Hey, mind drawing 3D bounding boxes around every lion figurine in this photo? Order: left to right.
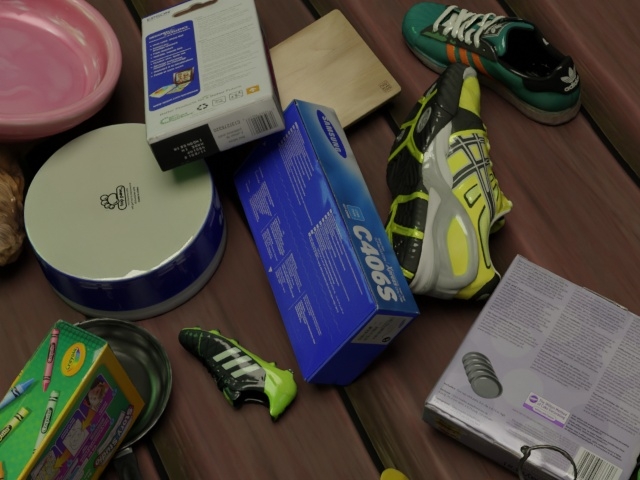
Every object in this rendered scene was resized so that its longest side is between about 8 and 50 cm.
[{"bbox_3d":[-0.463,-0.140,2.004,0.240,0.142,0.392,20,57,11],"label":"lion figurine"}]

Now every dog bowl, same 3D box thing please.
[{"bbox_3d":[-0.265,-0.028,1.923,0.265,0.104,0.265,-3,56,5],"label":"dog bowl"}]

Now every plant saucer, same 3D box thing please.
[{"bbox_3d":[-0.450,-0.251,1.984,0.332,0.084,0.332,11,44,-11],"label":"plant saucer"}]

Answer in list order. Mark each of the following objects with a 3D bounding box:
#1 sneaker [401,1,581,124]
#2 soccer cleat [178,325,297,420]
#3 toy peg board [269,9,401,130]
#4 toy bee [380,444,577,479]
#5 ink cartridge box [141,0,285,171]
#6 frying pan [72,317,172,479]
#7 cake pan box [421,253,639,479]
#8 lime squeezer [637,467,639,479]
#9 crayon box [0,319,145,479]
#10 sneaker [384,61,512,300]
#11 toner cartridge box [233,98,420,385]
[{"bbox_3d":[0.245,-0.283,2.014,0.302,0.121,0.108,31,65,24],"label":"sneaker"},{"bbox_3d":[-0.115,0.168,1.805,0.179,0.060,0.072,25,65,18],"label":"soccer cleat"},{"bbox_3d":[0.005,-0.221,2.044,0.161,0.079,0.160,-34,75,-13],"label":"toy peg board"},{"bbox_3d":[0.167,0.342,1.622,0.298,0.162,0.195,-15,87,12],"label":"toy bee"},{"bbox_3d":[-0.157,-0.239,1.963,0.176,0.069,0.371,-19,37,5],"label":"ink cartridge box"},{"bbox_3d":[-0.241,0.228,1.785,0.326,0.053,0.197,39,70,25],"label":"frying pan"},{"bbox_3d":[0.296,0.177,1.722,0.267,0.070,0.245,27,66,13],"label":"cake pan box"},{"bbox_3d":[0.416,0.320,1.633,0.059,0.110,0.310,-29,46,38],"label":"lime squeezer"},{"bbox_3d":[-0.329,0.255,1.660,0.081,0.165,0.278,21,64,22],"label":"crayon box"},{"bbox_3d":[0.177,-0.074,1.902,0.147,0.145,0.384,22,55,-15],"label":"sneaker"},{"bbox_3d":[0.000,0.000,1.833,0.075,0.165,0.347,10,46,-38],"label":"toner cartridge box"}]
